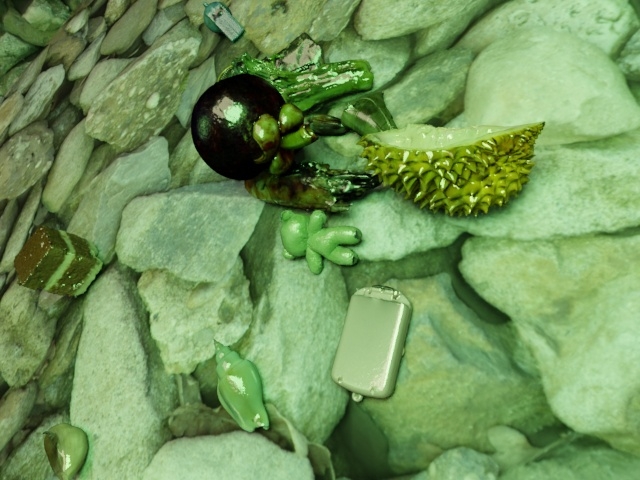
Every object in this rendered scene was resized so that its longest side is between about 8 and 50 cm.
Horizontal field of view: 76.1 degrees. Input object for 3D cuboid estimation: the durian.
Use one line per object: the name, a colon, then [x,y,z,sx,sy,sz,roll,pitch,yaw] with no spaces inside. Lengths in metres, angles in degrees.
durian: [0.170,-0.104,0.597,0.250,0.138,0.183,21,47,38]

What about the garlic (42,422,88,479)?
garlic: [-0.502,0.419,0.818,0.152,0.066,0.084,16,104,39]

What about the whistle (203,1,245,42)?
whistle: [-0.284,-0.633,1.188,0.090,0.090,0.158,-44,92,6]

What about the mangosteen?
mangosteen: [-0.113,-0.191,0.729,0.230,0.194,0.194,20,78,11]

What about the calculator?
calculator: [0.075,0.150,0.608,0.100,0.032,0.175,7,71,34]

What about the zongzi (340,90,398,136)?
zongzi: [0.131,-0.219,0.754,0.154,0.062,0.130,39,55,21]

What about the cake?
cake: [-0.651,0.057,1.024,0.134,0.147,0.135,-51,52,-1]

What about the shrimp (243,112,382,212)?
shrimp: [-0.016,-0.166,0.802,0.365,0.071,0.233,12,69,40]

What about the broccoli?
broccoli: [-0.042,-0.317,0.844,0.304,0.145,0.165,-6,107,11]

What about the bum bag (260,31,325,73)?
bum bag: [-0.101,-0.384,0.948,0.248,0.069,0.102,-20,102,21]

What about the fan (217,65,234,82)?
fan: [-0.189,-0.407,1.036,0.155,0.039,0.082,1,67,27]

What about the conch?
conch: [-0.144,0.240,0.678,0.088,0.065,0.180,-40,62,7]

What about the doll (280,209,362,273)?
doll: [0.000,0.000,0.714,0.150,0.077,0.115,15,113,25]
